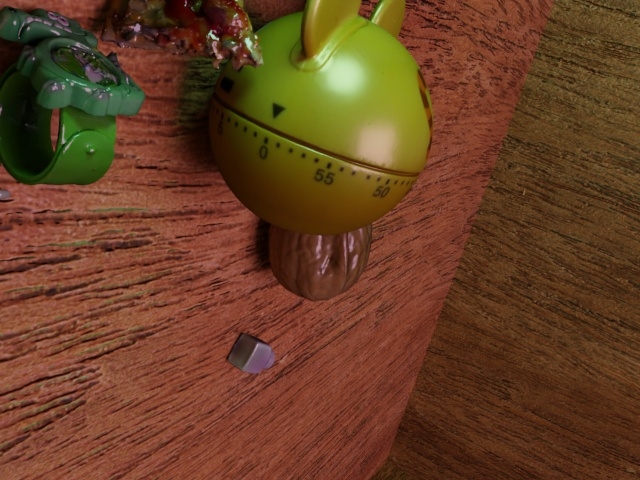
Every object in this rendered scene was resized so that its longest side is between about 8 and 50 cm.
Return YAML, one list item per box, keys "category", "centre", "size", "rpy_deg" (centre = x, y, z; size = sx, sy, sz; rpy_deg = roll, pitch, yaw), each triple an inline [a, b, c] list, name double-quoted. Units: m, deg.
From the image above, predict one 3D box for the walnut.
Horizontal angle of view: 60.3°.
- category: "walnut"
  centre: [0.000, 0.000, 1.143]
  size: [0.225, 0.225, 0.260]
  rpy_deg: [-31, 132, -49]

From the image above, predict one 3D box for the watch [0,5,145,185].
- category: "watch"
  centre: [-0.287, -0.145, 0.602]
  size: [0.152, 0.165, 0.131]
  rpy_deg: [-49, 163, 26]

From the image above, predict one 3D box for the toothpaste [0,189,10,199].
- category: "toothpaste"
  centre: [-0.400, -0.045, 0.584]
  size: [0.140, 0.021, 0.037]
  rpy_deg: [-13, 124, -56]

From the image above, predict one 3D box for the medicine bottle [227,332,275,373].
- category: "medicine bottle"
  centre: [-0.152, 0.262, 1.260]
  size: [0.074, 0.055, 0.118]
  rpy_deg: [-62, 152, -6]

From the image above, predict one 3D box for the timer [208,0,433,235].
- category: "timer"
  centre: [0.012, -0.213, 0.833]
  size: [0.376, 0.376, 0.386]
  rpy_deg: [-14, 129, -57]

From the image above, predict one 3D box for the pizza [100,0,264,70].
- category: "pizza"
  centre: [-0.142, -0.285, 0.663]
  size: [0.200, 0.193, 0.053]
  rpy_deg: [-61, 178, -20]
